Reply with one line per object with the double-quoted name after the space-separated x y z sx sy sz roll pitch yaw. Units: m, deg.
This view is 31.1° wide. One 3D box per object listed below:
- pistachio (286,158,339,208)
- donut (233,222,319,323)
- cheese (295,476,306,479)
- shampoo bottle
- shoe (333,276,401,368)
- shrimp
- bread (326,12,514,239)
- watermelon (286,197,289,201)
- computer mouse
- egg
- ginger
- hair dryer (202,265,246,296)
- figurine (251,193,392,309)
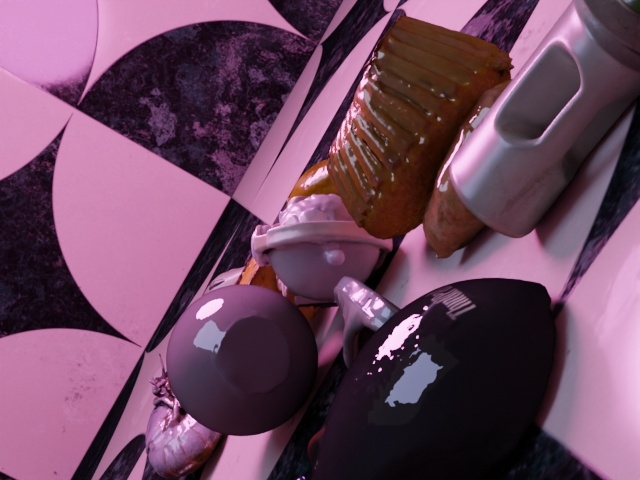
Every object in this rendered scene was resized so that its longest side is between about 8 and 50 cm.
0.013 -0.058 1.580 0.189 0.110 0.100 -47 49 49 "pistachio"
-0.062 0.069 1.582 0.151 0.112 0.295 -56 8 -17 "donut"
-0.037 0.287 1.072 0.095 0.038 0.145 -51 15 42 "cheese"
0.200 -0.120 0.909 0.234 0.087 0.118 -55 11 28 "shampoo bottle"
0.044 0.089 1.105 0.078 0.079 0.195 -54 14 -6 "shoe"
-0.210 0.254 1.768 0.145 0.116 0.343 -58 18 8 "shrimp"
0.095 -0.113 1.187 0.240 0.139 0.240 -59 -4 -6 "bread"
-0.036 -0.048 1.891 0.085 0.061 0.085 -47 17 19 "watermelon"
0.064 0.127 0.865 0.269 0.100 0.170 -53 11 35 "computer mouse"
-0.094 0.142 1.351 0.176 0.176 0.232 -64 4 -20 "egg"
0.149 -0.068 1.062 0.190 0.069 0.095 -61 -25 5 "ginger"
-0.128 0.112 1.916 0.219 0.088 0.225 -50 27 29 "hair dryer"
0.000 0.004 1.348 0.237 0.162 0.141 114 154 -82 "figurine"
